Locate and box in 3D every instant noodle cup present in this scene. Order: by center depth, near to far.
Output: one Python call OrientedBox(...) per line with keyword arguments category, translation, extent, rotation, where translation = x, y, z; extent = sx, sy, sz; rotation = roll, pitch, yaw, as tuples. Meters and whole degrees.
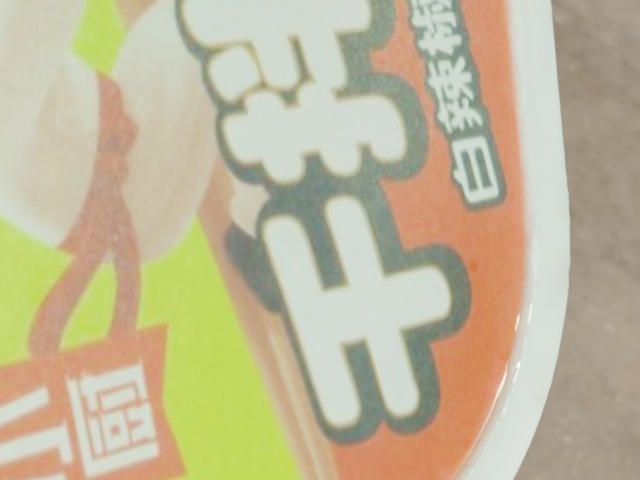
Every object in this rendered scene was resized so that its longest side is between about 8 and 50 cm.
OrientedBox(category="instant noodle cup", translation=(-0.136, -0.034, 0.484), extent=(0.294, 0.294, 0.308), rotation=(-8, 6, -42))
